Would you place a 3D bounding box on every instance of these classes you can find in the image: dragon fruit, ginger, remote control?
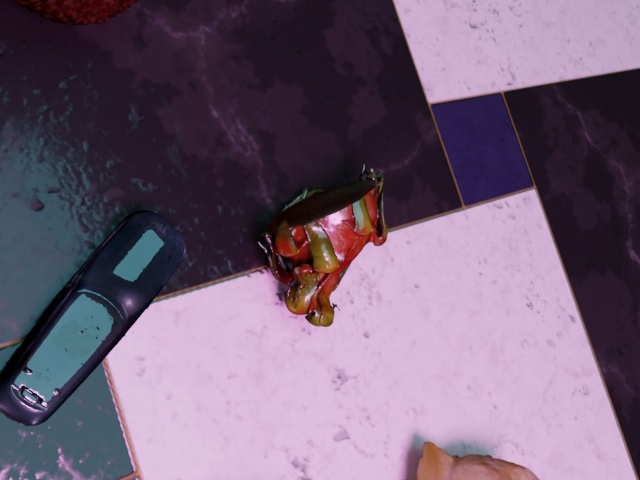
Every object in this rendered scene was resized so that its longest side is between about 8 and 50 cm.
[{"bbox_3d":[0.000,0.000,0.707,0.142,0.138,0.175,4,96,-6],"label":"dragon fruit"},{"bbox_3d":[0.173,0.324,0.706,0.115,0.122,0.193,45,47,-54],"label":"ginger"},{"bbox_3d":[-0.204,0.065,0.602,0.072,0.042,0.222,43,61,-17],"label":"remote control"}]

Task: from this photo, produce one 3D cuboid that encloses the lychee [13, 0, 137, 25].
[{"bbox_3d":[-0.236,-0.294,0.597,0.194,0.194,0.194,8,74,-28],"label":"lychee"}]
